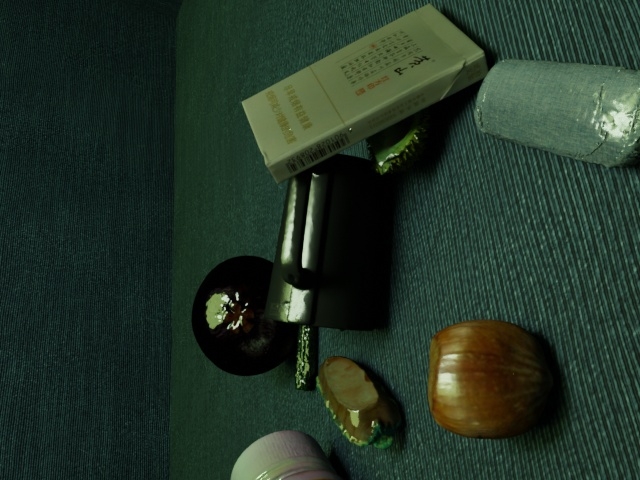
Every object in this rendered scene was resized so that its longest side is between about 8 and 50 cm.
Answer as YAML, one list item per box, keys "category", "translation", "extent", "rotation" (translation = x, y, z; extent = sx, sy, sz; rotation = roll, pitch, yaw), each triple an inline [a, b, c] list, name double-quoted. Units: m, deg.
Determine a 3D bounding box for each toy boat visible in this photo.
- category: "toy boat"
  translation: [0.048, 0.269, 1.088]
  extent: [0.099, 0.108, 0.293]
  rotation: [70, 167, -19]

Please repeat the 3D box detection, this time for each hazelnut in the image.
- category: "hazelnut"
  translation: [0.207, 0.171, 0.745]
  extent: [0.150, 0.150, 0.150]
  rotation: [-25, 62, 60]

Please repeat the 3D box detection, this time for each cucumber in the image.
- category: "cucumber"
  translation: [-0.028, 0.202, 1.315]
  extent: [0.044, 0.043, 0.257]
  rotation: [-13, 71, 57]

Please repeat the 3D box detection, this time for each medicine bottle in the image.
- category: "medicine bottle"
  translation: [-0.015, 0.524, 1.015]
  extent: [0.388, 0.219, 0.219]
  rotation: [44, 123, 59]

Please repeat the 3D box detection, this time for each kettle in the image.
- category: "kettle"
  translation: [-0.008, 0.000, 1.084]
  extent: [0.203, 0.262, 0.308]
  rotation: [2, 83, 50]

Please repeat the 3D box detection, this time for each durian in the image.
- category: "durian"
  translation: [0.134, -0.192, 1.030]
  extent: [0.137, 0.095, 0.221]
  rotation: [-31, 45, 14]

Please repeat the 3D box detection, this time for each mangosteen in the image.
- category: "mangosteen"
  translation: [-0.163, 0.174, 1.403]
  extent: [0.302, 0.275, 0.275]
  rotation: [31, -117, -82]

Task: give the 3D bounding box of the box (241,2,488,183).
- category: "box"
  translation: [0.059, -0.245, 0.962]
  extent: [0.051, 0.365, 0.204]
  rotation: [59, -175, -44]

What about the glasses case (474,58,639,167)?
- category: "glasses case"
  translation: [0.289, -0.162, 0.730]
  extent: [0.282, 0.067, 0.109]
  rotation: [36, 119, 59]
